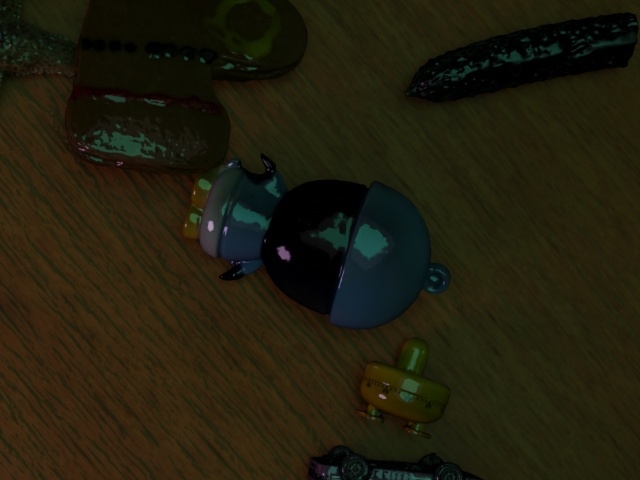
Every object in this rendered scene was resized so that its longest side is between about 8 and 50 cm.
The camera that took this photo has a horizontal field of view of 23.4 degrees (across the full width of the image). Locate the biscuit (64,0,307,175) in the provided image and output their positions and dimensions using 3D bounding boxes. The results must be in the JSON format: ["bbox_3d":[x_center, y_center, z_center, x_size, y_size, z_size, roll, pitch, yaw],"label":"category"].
[{"bbox_3d":[-0.151,-0.197,1.783,0.262,0.052,0.277,14,65,-9],"label":"biscuit"}]

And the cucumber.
[{"bbox_3d":[0.242,-0.221,1.877,0.300,0.072,0.072,-12,87,-9],"label":"cucumber"}]

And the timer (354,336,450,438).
[{"bbox_3d":[0.102,0.166,1.806,0.107,0.107,0.109,19,86,-6],"label":"timer"}]

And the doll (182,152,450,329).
[{"bbox_3d":[0.000,0.000,1.787,0.314,0.141,0.177,20,109,6],"label":"doll"}]

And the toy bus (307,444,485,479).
[{"bbox_3d":[0.084,0.302,1.797,0.199,0.096,0.108,7,89,-11],"label":"toy bus"}]

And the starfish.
[{"bbox_3d":[-0.422,-0.235,1.785,0.299,0.060,0.302,34,82,-7],"label":"starfish"}]
